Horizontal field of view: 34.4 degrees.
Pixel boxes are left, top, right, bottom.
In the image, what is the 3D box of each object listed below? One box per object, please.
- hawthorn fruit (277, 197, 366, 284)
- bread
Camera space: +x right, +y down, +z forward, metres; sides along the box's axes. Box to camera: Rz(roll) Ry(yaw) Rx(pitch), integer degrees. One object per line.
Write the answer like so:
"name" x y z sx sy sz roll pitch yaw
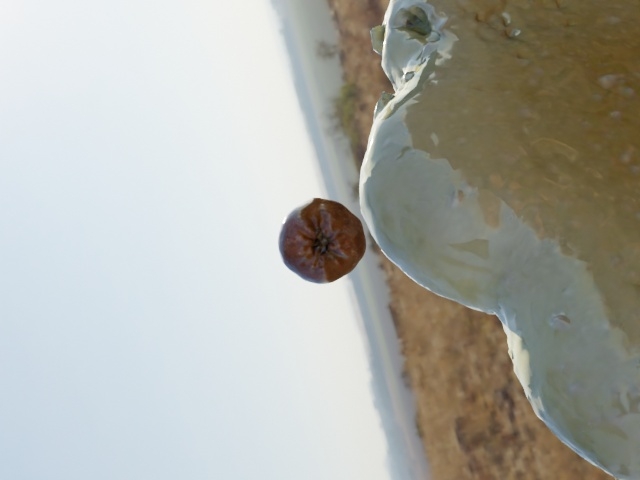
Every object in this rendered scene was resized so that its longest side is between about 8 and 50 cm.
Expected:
"hawthorn fruit" 0.000 0.000 0.797 0.103 0.066 0.067 170 84 -88
"bread" 0.161 -0.036 0.392 0.054 0.316 0.316 99 162 -48
